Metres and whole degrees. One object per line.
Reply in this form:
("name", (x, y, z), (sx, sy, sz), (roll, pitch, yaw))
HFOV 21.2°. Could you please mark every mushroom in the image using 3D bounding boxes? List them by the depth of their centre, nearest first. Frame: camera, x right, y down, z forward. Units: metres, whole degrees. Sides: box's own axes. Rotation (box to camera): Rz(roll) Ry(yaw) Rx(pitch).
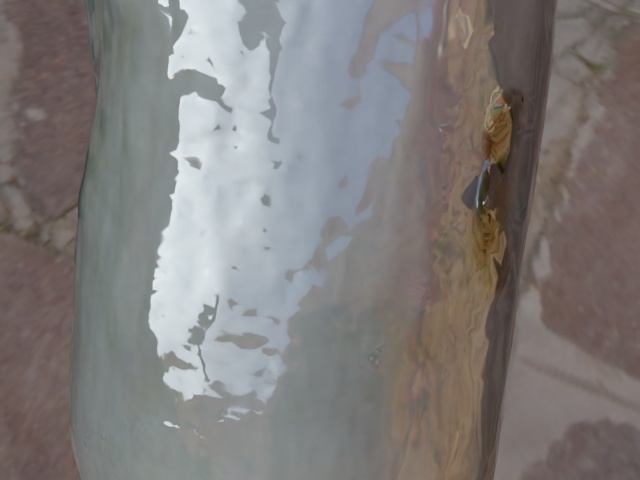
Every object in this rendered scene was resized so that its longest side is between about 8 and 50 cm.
("mushroom", (0.000, 0.001, 0.479), (0.126, 0.177, 0.397), (5, 100, 12))
